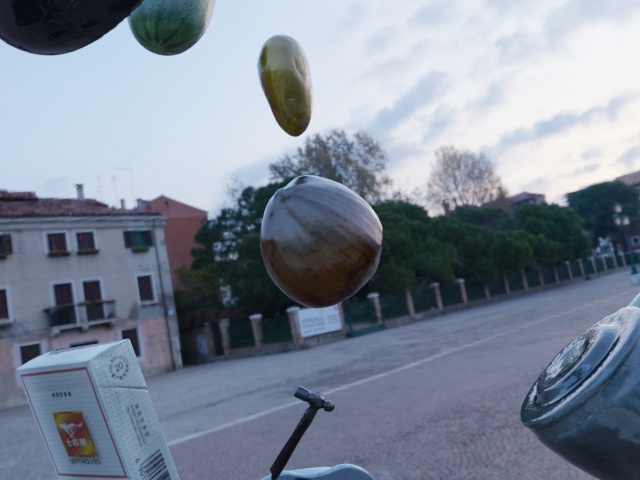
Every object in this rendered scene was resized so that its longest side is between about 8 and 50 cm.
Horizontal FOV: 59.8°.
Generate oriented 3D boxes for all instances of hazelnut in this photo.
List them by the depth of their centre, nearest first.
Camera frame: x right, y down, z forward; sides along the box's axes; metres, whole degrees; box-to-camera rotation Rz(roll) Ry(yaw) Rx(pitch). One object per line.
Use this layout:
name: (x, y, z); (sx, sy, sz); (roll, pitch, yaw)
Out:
hazelnut: (0.006, -0.002, 0.901); (0.186, 0.210, 0.210); (21, 2, 17)

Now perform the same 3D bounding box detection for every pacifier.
pacifier: (-0.012, 0.545, 1.048); (0.279, 0.227, 0.207); (-1, 20, -13)

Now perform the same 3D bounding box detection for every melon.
melon: (-0.322, -0.534, 1.223); (0.183, 0.287, 0.182); (6, -31, 4)

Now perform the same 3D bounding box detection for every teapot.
teapot: (0.474, 0.233, 0.827); (0.322, 0.239, 0.239); (-37, -15, -44)

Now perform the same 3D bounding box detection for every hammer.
hammer: (-0.042, 0.306, 0.872); (0.065, 0.178, 0.021); (29, 18, 3)

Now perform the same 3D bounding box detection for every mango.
mango: (-0.073, -0.332, 1.192); (0.110, 0.227, 0.147); (-11, -10, 10)

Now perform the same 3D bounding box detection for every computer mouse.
computer mouse: (-0.356, -0.329, 0.758); (0.270, 0.086, 0.137); (-22, -32, 21)

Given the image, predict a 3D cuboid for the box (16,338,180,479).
box: (-0.378, 0.347, 0.970); (0.210, 0.330, 0.095); (-13, 9, 31)
